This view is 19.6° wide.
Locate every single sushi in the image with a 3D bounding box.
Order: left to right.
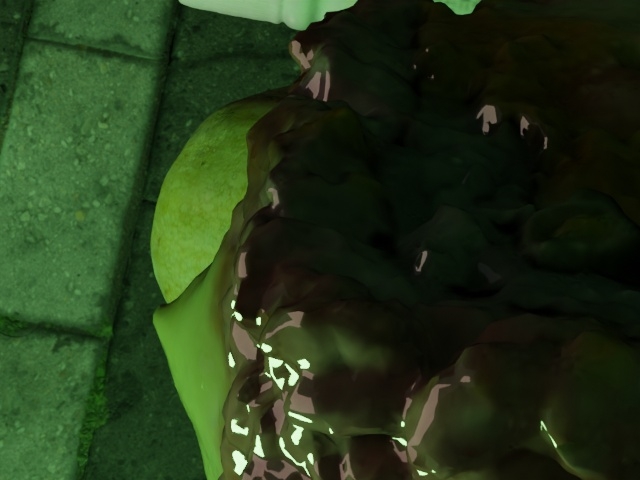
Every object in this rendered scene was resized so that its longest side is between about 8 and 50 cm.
[{"bbox_3d":[0.070,0.035,0.514,0.270,0.237,0.170,-87,-1,-60],"label":"sushi"}]

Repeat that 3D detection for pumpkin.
[{"bbox_3d":[0.000,0.000,1.650,0.332,0.199,0.332,-12,-74,-45],"label":"pumpkin"}]

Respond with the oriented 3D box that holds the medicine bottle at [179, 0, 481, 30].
[{"bbox_3d":[0.069,-0.233,1.307,0.202,0.316,0.202,10,-90,-90],"label":"medicine bottle"}]
